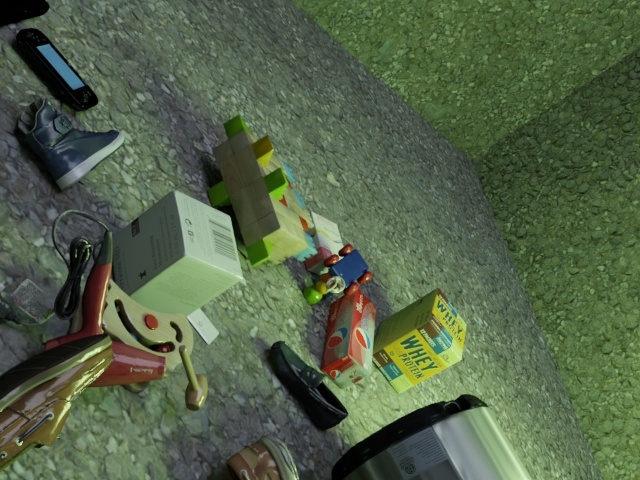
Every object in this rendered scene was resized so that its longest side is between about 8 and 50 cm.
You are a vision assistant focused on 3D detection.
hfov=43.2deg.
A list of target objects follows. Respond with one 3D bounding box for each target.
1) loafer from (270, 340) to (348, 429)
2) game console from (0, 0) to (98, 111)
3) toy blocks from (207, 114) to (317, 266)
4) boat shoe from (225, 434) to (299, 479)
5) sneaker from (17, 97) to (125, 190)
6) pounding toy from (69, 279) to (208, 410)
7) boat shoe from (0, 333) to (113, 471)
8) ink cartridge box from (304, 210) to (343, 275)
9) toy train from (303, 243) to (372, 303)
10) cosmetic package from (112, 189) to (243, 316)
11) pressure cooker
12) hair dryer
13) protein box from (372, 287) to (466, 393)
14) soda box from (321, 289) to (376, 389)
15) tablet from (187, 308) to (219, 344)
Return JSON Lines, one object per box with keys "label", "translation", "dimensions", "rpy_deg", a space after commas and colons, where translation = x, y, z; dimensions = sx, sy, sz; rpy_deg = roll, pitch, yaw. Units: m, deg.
{"label": "loafer", "translation": [-0.023, 0.303, 1.739], "dimensions": [0.223, 0.078, 0.076], "rpy_deg": [54, 24, -3]}
{"label": "game console", "translation": [-0.586, -0.419, 1.661], "dimensions": [0.361, 0.044, 0.213], "rpy_deg": [51, 25, -11]}
{"label": "toy blocks", "translation": [-0.117, -0.085, 1.970], "dimensions": [0.261, 0.191, 0.381], "rpy_deg": [36, 29, -58]}
{"label": "boat shoe", "translation": [-0.080, 0.503, 1.379], "dimensions": [0.117, 0.123, 0.324], "rpy_deg": [-14, 78, -29]}
{"label": "sneaker", "translation": [-0.476, -0.209, 1.548], "dimensions": [0.163, 0.086, 0.226], "rpy_deg": [52, 26, -13]}
{"label": "pounding toy", "translation": [-0.277, 0.155, 1.375], "dimensions": [0.269, 0.155, 0.154], "rpy_deg": [46, 29, -24]}
{"label": "boat shoe", "translation": [-0.399, 0.233, 1.091], "dimensions": [0.307, 0.111, 0.104], "rpy_deg": [-33, 106, -44]}
{"label": "ink cartridge box", "translation": [0.000, 0.000, 2.166], "dimensions": [0.115, 0.067, 0.198], "rpy_deg": [27, 37, -46]}
{"label": "toy train", "translation": [0.013, 0.110, 1.983], "dimensions": [0.105, 0.143, 0.248], "rpy_deg": [55, 30, 1]}
{"label": "cosmetic package", "translation": [-0.270, 0.033, 1.503], "dimensions": [0.151, 0.184, 0.151], "rpy_deg": [27, 37, -47]}
{"label": "pressure cooker", "translation": [0.252, 0.559, 1.559], "dimensions": [0.376, 0.370, 0.420], "rpy_deg": [2, 50, -48]}
{"label": "hair dryer", "translation": [-0.348, 0.121, 1.225], "dimensions": [0.293, 0.224, 0.080], "rpy_deg": [49, -1, -19]}
{"label": "protein box", "translation": [0.262, 0.265, 2.150], "dimensions": [0.136, 0.201, 0.200], "rpy_deg": [51, 25, -9]}
{"label": "soda box", "translation": [0.072, 0.235, 1.978], "dimensions": [0.083, 0.092, 0.263], "rpy_deg": [44, 27, -21]}
{"label": "tablet", "translation": [-0.238, 0.164, 1.612], "dimensions": [0.083, 0.006, 0.054], "rpy_deg": [52, 25, -6]}
